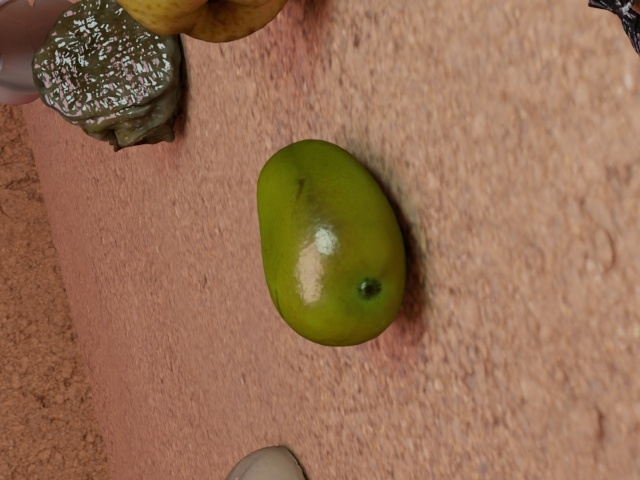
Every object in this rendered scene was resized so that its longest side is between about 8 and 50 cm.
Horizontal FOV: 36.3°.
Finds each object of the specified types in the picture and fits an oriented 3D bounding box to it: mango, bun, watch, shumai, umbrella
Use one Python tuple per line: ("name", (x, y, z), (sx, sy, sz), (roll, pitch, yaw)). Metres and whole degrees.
("mango", (0.002, -0.003, 0.672), (0.117, 0.089, 0.163), (112, 142, -53))
("bun", (-0.063, 0.278, 0.968), (0.138, 0.094, 0.138), (35, 131, 56))
("watch", (-0.375, -0.321, 1.334), (0.231, 0.244, 0.196), (-43, 60, 39))
("shumai", (-0.218, -0.195, 1.129), (0.142, 0.184, 0.184), (32, -137, -79))
("umbrella", (0.135, -0.083, 0.406), (0.022, 0.022, 0.149), (-37, 70, 26))

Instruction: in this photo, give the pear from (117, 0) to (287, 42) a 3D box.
("pear", (-0.088, -0.225, 0.686), (0.178, 0.178, 0.178), (169, 90, -68))
